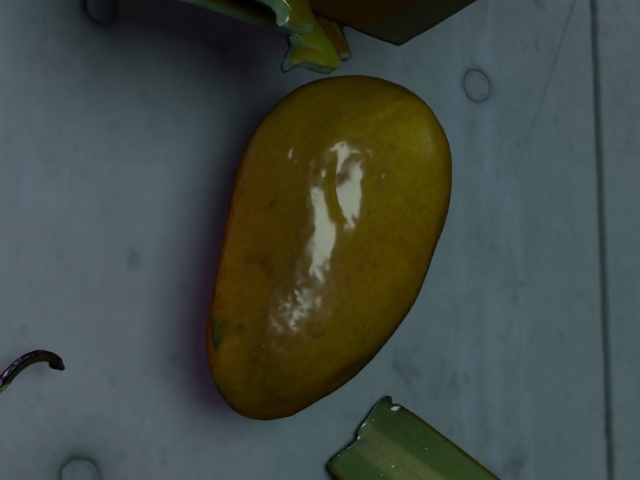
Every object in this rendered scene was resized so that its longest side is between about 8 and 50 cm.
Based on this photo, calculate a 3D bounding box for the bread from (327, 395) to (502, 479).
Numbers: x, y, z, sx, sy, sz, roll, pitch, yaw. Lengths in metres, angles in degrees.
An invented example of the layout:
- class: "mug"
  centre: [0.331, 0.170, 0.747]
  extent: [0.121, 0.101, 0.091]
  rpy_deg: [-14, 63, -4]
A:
- class: "bread"
  centre: [0.082, 0.164, 0.792]
  extent: [0.074, 0.084, 0.139]
  rpy_deg: [-43, 102, -29]

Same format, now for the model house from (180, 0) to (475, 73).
- class: "model house"
  centre: [-0.003, -0.277, 0.681]
  extent: [0.358, 0.242, 0.313]
  rpy_deg: [58, 36, -11]

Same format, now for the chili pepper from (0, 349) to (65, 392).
- class: "chili pepper"
  centre: [-0.233, 0.131, 0.635]
  extent: [0.050, 0.059, 0.268]
  rpy_deg: [36, 60, 23]

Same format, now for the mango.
- class: "mango"
  centre: [0.000, 0.000, 0.764]
  extent: [0.227, 0.109, 0.147]
  rpy_deg: [-59, 134, -26]
